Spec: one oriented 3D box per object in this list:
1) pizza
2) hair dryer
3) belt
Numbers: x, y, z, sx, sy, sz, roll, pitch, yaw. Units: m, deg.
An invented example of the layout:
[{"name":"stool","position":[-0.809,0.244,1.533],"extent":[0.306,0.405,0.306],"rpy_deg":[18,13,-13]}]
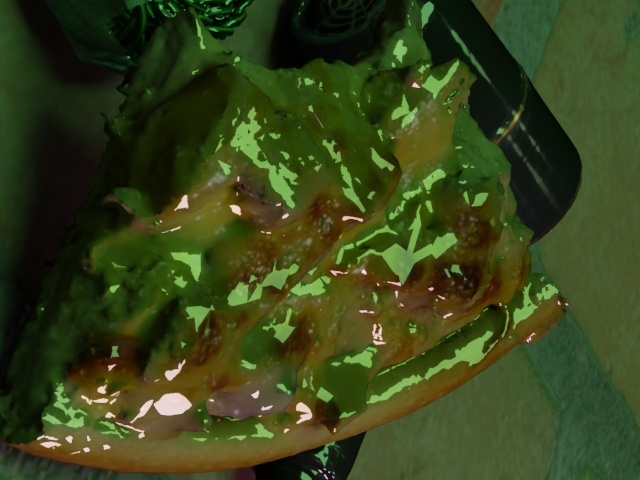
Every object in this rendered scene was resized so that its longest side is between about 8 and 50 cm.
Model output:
[{"name":"pizza","position":[0.000,0.000,0.872],"extent":[0.323,0.089,0.223],"rpy_deg":[-11,113,-35]},{"name":"hair dryer","position":[0.021,0.014,1.012],"extent":[0.189,0.107,0.352],"rpy_deg":[50,50,-35]},{"name":"belt","position":[-0.091,-0.148,0.896],"extent":[0.121,0.079,0.151],"rpy_deg":[12,62,-44]}]
